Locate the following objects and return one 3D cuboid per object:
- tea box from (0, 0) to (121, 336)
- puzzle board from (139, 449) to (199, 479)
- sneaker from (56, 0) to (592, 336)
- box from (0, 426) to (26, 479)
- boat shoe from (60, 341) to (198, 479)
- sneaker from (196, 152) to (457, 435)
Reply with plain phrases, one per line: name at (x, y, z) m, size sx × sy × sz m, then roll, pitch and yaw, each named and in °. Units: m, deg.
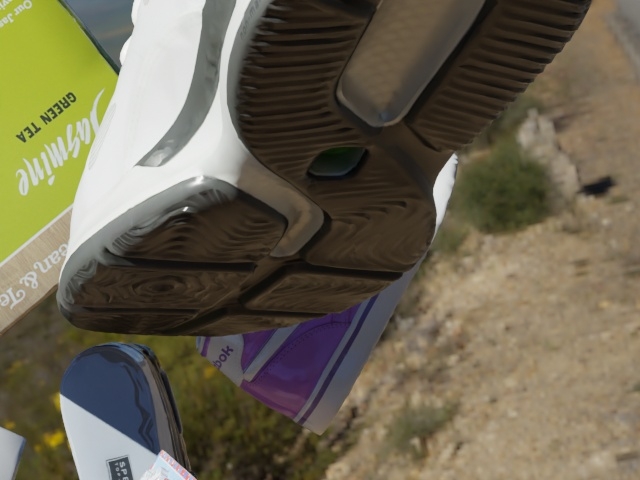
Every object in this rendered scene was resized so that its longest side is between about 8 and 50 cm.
tea box at (-0.298, -0.109, 0.958) m, size 0.220 × 0.323 × 0.329 m, roll -40°, pitch 16°, yaw -11°
puzzle board at (-0.085, 0.145, 0.606) m, size 0.096 × 0.011 × 0.128 m, roll -58°, pitch 14°, yaw -9°
sneaker at (-0.026, -0.124, 0.669) m, size 0.169 × 0.257 × 0.447 m, roll 3°, pitch -25°, yaw -23°
box at (-0.520, 0.259, 1.420) m, size 0.345 × 0.215 × 0.168 m, roll 27°, pitch 22°, yaw -13°
boat shoe at (-0.149, 0.238, 1.151) m, size 0.113 × 0.306 × 0.105 m, roll -16°, pitch -5°, yaw 13°
sneaker at (0.000, 0.000, 1.101) m, size 0.282 × 0.161 × 0.102 m, roll -58°, pitch -1°, yaw -31°
